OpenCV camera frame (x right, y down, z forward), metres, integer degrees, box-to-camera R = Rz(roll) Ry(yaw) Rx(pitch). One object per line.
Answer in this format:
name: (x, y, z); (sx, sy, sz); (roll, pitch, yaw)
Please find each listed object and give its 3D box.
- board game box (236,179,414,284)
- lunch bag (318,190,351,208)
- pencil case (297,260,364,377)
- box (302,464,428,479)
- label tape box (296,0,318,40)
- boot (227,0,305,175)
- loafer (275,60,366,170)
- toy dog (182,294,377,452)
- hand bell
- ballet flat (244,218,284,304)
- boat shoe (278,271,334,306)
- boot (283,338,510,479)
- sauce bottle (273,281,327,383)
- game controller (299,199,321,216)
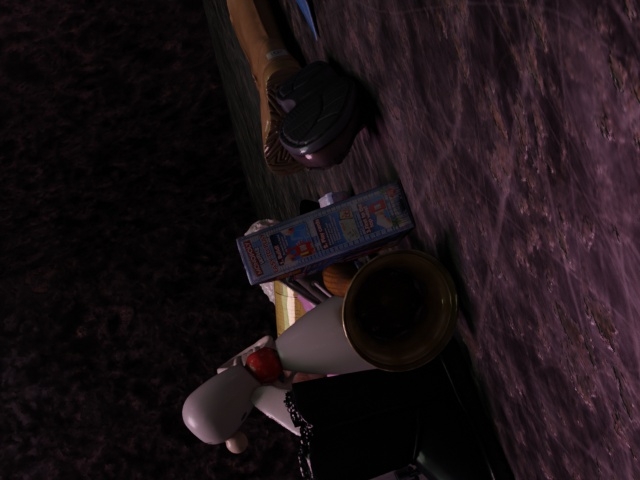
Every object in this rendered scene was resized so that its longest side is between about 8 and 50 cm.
board game box: (0.000, 0.000, 1.516); (0.194, 0.194, 0.060); (119, 133, -82)
lunch bag: (0.030, -0.031, 1.862); (0.083, 0.053, 0.071); (47, -156, -77)
pencil case: (0.060, 0.183, 1.941); (0.124, 0.124, 0.284); (96, 156, -77)
box: (0.052, 0.355, 1.640); (0.169, 0.290, 0.087); (-123, 18, -77)
label tape box: (-0.108, -0.438, 1.656); (0.241, 0.106, 0.334); (-113, 8, -47)
boot: (-0.080, -0.272, 2.052); (0.236, 0.089, 0.269); (92, 162, -44)
loafer: (0.012, -0.139, 1.555); (0.095, 0.109, 0.302); (54, -173, -20)
toy dog: (0.013, 0.164, 1.568); (0.161, 0.333, 0.220); (56, -160, 0)
hand bell: (0.047, 0.053, 1.405); (0.242, 0.126, 0.126); (-153, 45, -71)
ballet flat: (-0.020, 0.095, 2.430); (0.147, 0.147, 0.409); (82, 162, -60)
boat shoe: (0.031, 0.098, 1.775); (0.112, 0.095, 0.335); (55, 176, -38)
boot: (0.085, 0.243, 1.384); (0.094, 0.207, 0.246); (87, 164, -69)
sauce bottle: (-0.016, 0.150, 2.089); (0.111, 0.111, 0.344); (-122, 27, -69)
game controller: (0.016, 0.065, 2.227); (0.319, 0.067, 0.166); (-116, 10, -52)
